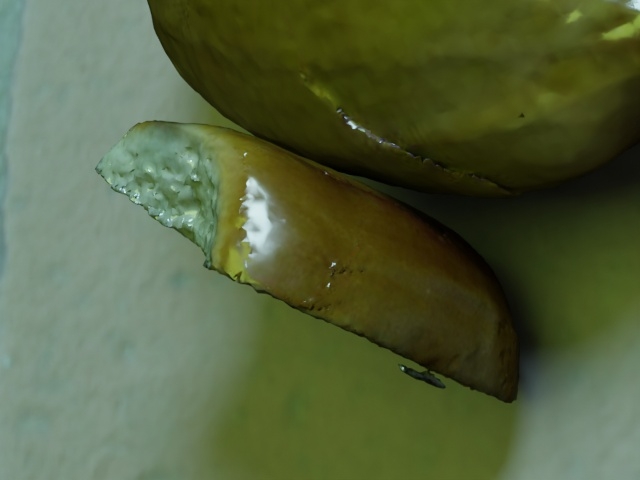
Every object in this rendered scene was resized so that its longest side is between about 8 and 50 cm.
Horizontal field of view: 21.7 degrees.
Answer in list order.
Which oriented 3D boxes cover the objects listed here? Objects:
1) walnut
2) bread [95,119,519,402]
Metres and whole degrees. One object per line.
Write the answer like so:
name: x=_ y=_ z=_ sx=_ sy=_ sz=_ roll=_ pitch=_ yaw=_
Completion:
walnut: x=0.028 y=-0.080 z=0.519 sx=0.245 sy=0.137 sz=0.137 roll=27 pitch=94 yaw=43
bread: x=0.000 y=0.000 z=0.512 sx=0.126 sy=0.129 sz=0.044 roll=29 pitch=95 yaw=43
